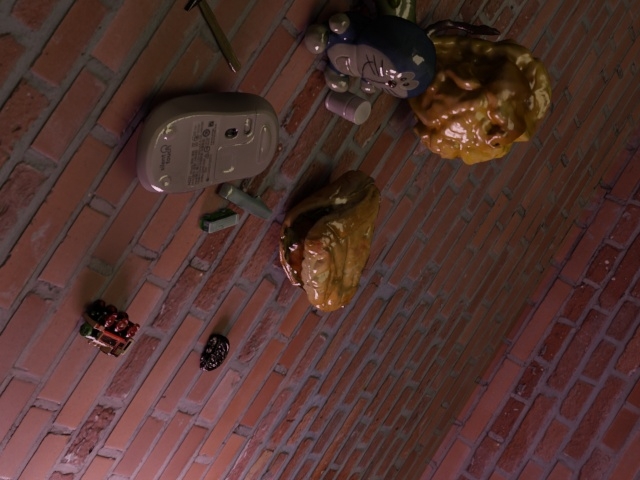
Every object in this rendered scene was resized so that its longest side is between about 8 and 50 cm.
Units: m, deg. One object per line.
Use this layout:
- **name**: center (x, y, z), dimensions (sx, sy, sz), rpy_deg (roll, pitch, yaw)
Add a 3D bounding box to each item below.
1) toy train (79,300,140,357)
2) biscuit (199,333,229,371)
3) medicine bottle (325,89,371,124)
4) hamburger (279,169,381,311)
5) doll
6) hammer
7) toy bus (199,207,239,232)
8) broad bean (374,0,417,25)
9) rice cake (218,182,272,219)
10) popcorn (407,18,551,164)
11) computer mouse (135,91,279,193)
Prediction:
- **toy train**: center (-0.409, 0.171, 1.853), dimensions (0.087, 0.050, 0.138), rpy_deg (-54, 148, -3)
- **biscuit**: center (-0.241, 0.254, 2.176), dimensions (0.087, 0.027, 0.089), rpy_deg (-38, 143, -32)
- **medicine bottle**: center (0.059, -0.292, 2.087), dimensions (0.057, 0.089, 0.057), rpy_deg (-33, 140, -34)
- **hamburger**: center (0.000, 0.001, 2.179), dimensions (0.209, 0.162, 0.330), rpy_deg (-11, 126, -48)
- **doll**: center (0.111, -0.371, 1.939), dimensions (0.154, 0.258, 0.228), rpy_deg (-51, 145, -14)
- **hammer**: center (-0.188, -0.373, 1.748), dimensions (0.062, 0.013, 0.199), rpy_deg (-50, 146, -15)
- **toy bus**: center (-0.208, -0.040, 1.970), dimensions (0.083, 0.037, 0.031), rpy_deg (-22, 132, -44)
- **broad bean**: center (0.162, -0.498, 2.023), dimensions (0.228, 0.100, 0.169), rpy_deg (61, 31, -60)
- **rice cake**: center (-0.154, -0.084, 2.017), dimensions (0.042, 0.030, 0.180), rpy_deg (-63, 149, -1)
- **popcorn**: center (0.365, -0.366, 2.295), dimensions (0.349, 0.349, 0.381), rpy_deg (-48, 121, -18)
- **computer mouse**: center (-0.215, -0.190, 1.766), dimensions (0.297, 0.121, 0.184), rpy_deg (-15, 130, -31)
